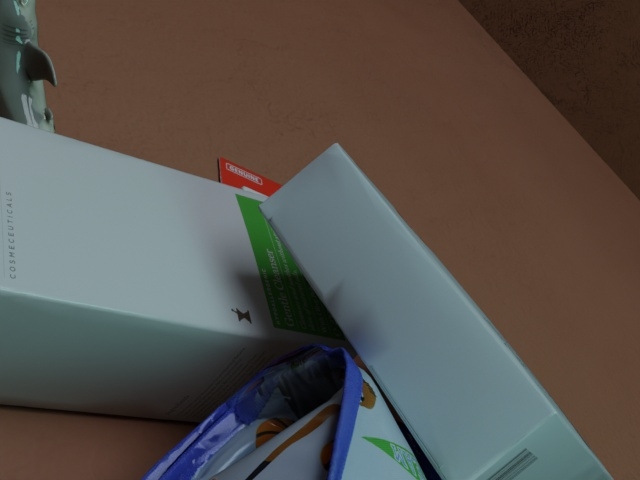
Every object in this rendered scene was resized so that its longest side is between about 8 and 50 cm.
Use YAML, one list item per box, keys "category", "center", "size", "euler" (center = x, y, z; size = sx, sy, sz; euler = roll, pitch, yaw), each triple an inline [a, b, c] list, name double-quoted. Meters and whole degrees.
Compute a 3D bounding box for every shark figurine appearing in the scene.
- category: "shark figurine"
  center: [-0.333, -0.137, 0.879]
  size: [0.116, 0.166, 0.278]
  euler: [-9, 73, -23]

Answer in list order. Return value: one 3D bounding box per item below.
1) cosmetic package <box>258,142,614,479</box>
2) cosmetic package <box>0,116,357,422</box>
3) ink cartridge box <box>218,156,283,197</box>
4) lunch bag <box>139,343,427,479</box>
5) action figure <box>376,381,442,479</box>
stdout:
- category: "cosmetic package"
  center: [0.123, 0.109, 0.767]
  size: [0.284, 0.097, 0.377]
  euler: [52, 5, 32]
- category: "cosmetic package"
  center: [-0.168, 0.043, 0.757]
  size: [0.366, 0.155, 0.196]
  euler: [15, 41, -39]
- category: "ink cartridge box"
  center: [0.000, 0.000, 1.093]
  size: [0.275, 0.060, 0.238]
  euler: [23, 37, -29]
- category: "lunch bag"
  center: [0.015, 0.276, 0.517]
  size: [0.327, 0.239, 0.385]
  euler: [58, 20, -10]
- category: "action figure"
  center: [0.142, 0.270, 0.890]
  size: [0.280, 0.091, 0.139]
  euler: [42, 24, 1]
